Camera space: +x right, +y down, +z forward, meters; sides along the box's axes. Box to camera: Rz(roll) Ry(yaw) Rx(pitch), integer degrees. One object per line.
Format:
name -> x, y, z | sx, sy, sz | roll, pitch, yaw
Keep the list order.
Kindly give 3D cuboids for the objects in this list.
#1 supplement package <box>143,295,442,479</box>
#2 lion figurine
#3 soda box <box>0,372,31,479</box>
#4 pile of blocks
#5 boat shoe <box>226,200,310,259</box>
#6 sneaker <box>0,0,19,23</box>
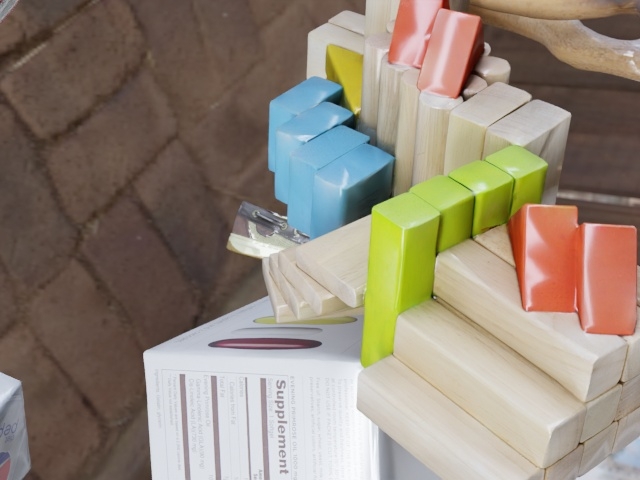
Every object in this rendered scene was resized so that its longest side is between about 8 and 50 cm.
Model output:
supplement package -> 0.016, 0.142, 0.777 | 0.262, 0.145, 0.204 | -22, 111, -67
lion figurine -> 0.130, -0.226, 0.770 | 0.392, 0.240, 0.142 | -51, 149, -57
soda box -> -0.330, 0.096, 0.743 | 0.098, 0.286, 0.091 | -56, 161, -45
pile of blocks -> 0.041, -0.044, 0.547 | 0.148, 0.362, 0.113 | -7, 126, -14
boat shoe -> 0.000, 0.000, 0.946 | 0.056, 0.152, 0.049 | -20, 119, -81
sneaker -> -0.226, -0.227, 0.771 | 0.221, 0.087, 0.128 | -58, 177, 5
